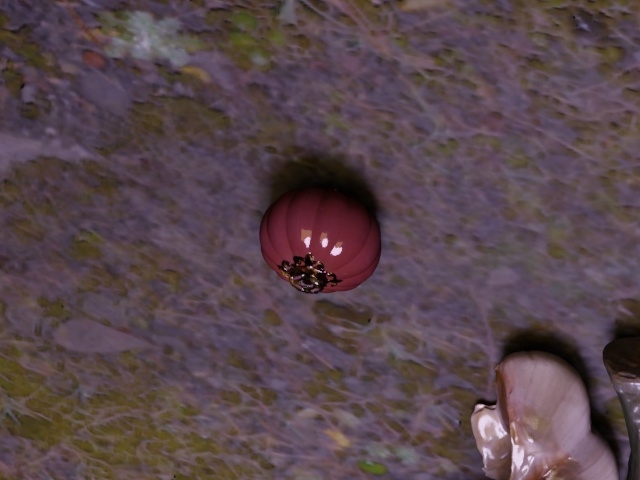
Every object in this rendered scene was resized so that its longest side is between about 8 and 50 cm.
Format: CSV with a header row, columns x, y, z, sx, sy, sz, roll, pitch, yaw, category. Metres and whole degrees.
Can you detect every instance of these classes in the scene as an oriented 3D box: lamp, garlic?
x,y,z,sx,sy,sz,roll,pitch,yaw,category
0.000,0.000,1.655,0.107,0.092,0.107,13,150,8,lamp
0.192,0.180,1.670,0.124,0.099,0.174,-11,106,13,garlic

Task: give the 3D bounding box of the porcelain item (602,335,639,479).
x,y,z,sx,sy,sz,roll,pitch,yaw,category
0.286,0.193,1.654,0.069,0.081,0.215,-8,114,-2,porcelain item
